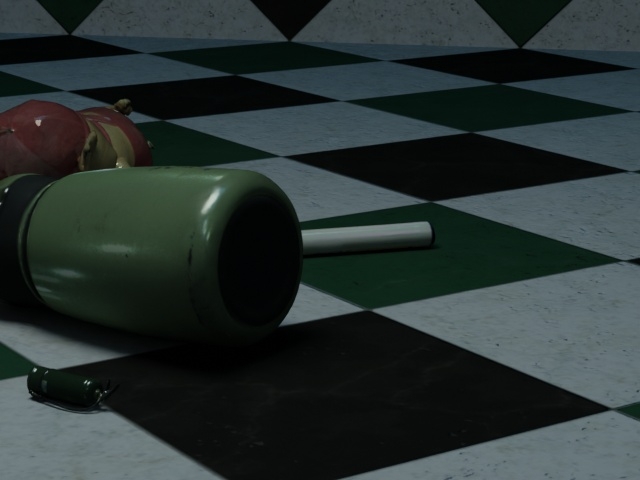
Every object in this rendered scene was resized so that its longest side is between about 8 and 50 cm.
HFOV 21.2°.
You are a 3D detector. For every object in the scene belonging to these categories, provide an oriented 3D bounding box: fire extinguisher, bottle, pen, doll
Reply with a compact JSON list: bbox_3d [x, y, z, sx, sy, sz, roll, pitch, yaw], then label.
[{"bbox_3d":[-0.211,0.127,1.445,0.083,0.025,0.038,8,54,30],"label":"fire extinguisher"},{"bbox_3d":[-0.193,0.007,1.650,0.347,0.168,0.168,5,14,36],"label":"bottle"},{"bbox_3d":[0.000,0.001,1.934,0.269,0.033,0.033,-4,15,-17],"label":"pen"},{"bbox_3d":[-0.312,-0.088,2.045,0.196,0.152,0.256,-28,-13,20],"label":"doll"}]
